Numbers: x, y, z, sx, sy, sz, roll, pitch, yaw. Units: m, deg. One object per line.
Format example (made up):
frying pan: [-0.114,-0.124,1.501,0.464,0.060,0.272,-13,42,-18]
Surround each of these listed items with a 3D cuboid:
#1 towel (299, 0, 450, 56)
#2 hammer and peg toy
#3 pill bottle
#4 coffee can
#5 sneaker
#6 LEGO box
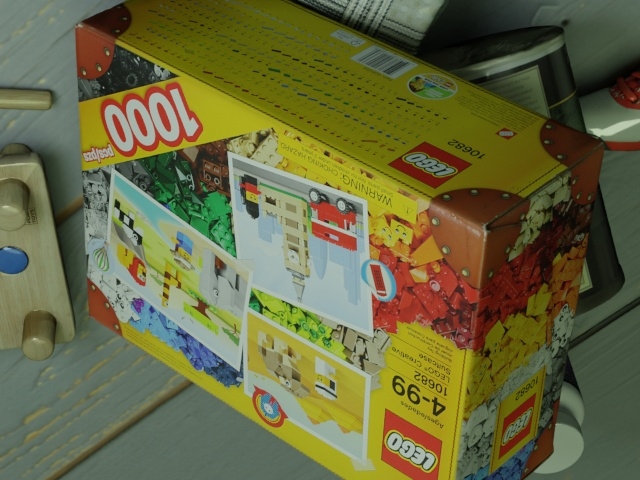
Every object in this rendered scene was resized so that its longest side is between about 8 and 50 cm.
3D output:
towel: [0.036,-0.369,1.522,0.312,0.056,0.324,31,118,-3]
hammer and peg toy: [-0.409,-0.019,1.731,0.266,0.127,0.361,-5,126,-3]
pill bottle: [0.255,0.184,1.911,0.108,0.193,0.108,-3,126,-4]
coffee can: [0.187,-0.064,1.665,0.202,0.201,0.275,-15,104,4]
sneaker: [0.387,-0.180,1.730,0.270,0.090,0.145,-2,125,-9]
LEGO box: [0.000,0.000,1.574,0.193,0.500,0.372,-32,138,-39]
